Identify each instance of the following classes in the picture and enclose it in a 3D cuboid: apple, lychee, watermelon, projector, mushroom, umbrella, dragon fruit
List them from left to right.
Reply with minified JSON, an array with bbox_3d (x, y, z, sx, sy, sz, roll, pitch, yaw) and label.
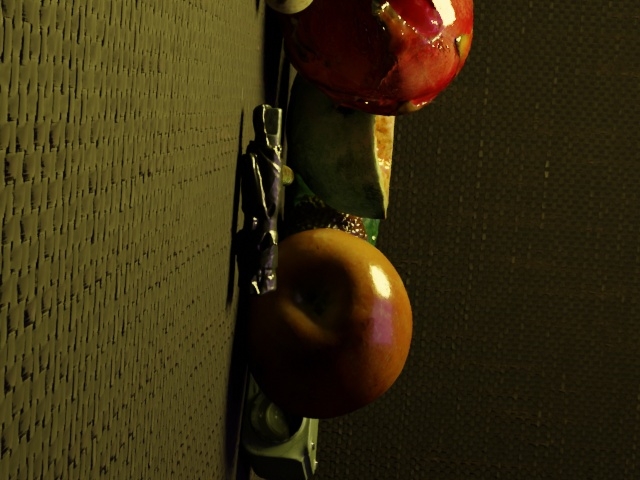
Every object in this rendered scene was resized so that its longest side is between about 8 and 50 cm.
[{"bbox_3d":[-0.074,-0.048,1.564,0.066,0.059,0.236,-166,-102,-70],"label":"umbrella"},{"bbox_3d":[-0.047,-0.331,1.621,0.079,0.085,0.085,16,-75,51],"label":"mushroom"},{"bbox_3d":[-0.049,0.223,1.930,0.198,0.108,0.251,84,11,-69],"label":"projector"},{"bbox_3d":[0.000,0.000,2.154,0.171,0.171,0.171,5,90,-87],"label":"lychee"},{"bbox_3d":[0.004,0.110,1.733,0.253,0.253,0.254,5,90,-87],"label":"apple"},{"bbox_3d":[0.026,-0.204,2.043,0.175,0.188,0.322,59,29,-78],"label":"watermelon"},{"bbox_3d":[0.074,-0.331,1.849,0.301,0.295,0.296,38,53,-55],"label":"dragon fruit"}]

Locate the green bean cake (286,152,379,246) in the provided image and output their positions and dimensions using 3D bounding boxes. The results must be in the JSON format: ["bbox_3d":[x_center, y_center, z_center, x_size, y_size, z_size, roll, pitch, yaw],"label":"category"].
[{"bbox_3d":[0.028,-0.097,2.376,0.300,0.169,0.308,-78,171,-66],"label":"green bean cake"}]

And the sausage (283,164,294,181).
[{"bbox_3d":[-0.062,-0.099,1.916,0.269,0.032,0.033,-26,121,-87],"label":"sausage"}]
